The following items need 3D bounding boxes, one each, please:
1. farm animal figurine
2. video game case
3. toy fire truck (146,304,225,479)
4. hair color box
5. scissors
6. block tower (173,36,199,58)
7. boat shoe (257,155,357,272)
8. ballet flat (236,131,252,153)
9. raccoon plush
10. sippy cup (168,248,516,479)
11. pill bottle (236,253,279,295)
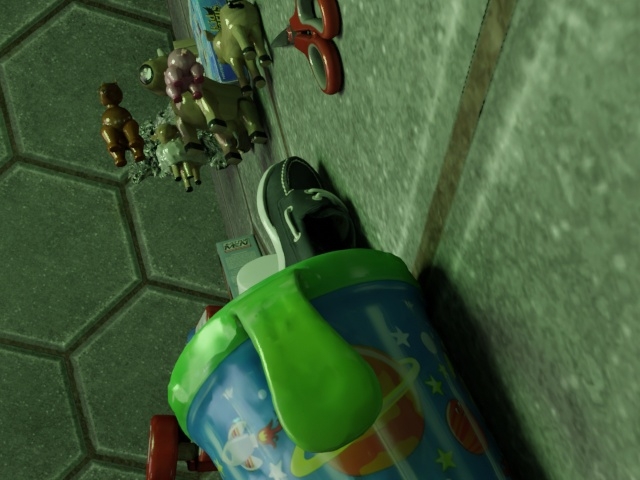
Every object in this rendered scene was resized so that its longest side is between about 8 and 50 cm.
[{"bbox_3d":[-0.203,-0.253,1.098,0.327,0.330,0.172,30,-145,-65],"label":"farm animal figurine"},{"bbox_3d":[-0.214,-0.394,1.345,0.244,0.061,0.269,121,133,-76],"label":"video game case"},{"bbox_3d":[-0.176,0.248,1.025,0.302,0.169,0.254,130,143,-67],"label":"toy fire truck"},{"bbox_3d":[-0.176,0.172,1.743,0.374,0.113,0.185,-117,16,-49],"label":"hair color box"},{"bbox_3d":[-0.027,-0.245,0.743,0.297,0.021,0.109,-122,18,-59],"label":"scissors"},{"bbox_3d":[-0.357,-0.436,1.905,0.335,0.097,0.091,96,158,-63],"label":"block tower"},{"bbox_3d":[0.000,0.000,0.741,0.091,0.114,0.302,-43,42,31],"label":"boat shoe"},{"bbox_3d":[-0.206,-0.232,1.318,0.250,0.084,0.058,58,-130,-67],"label":"ballet flat"},{"bbox_3d":[-0.400,-0.331,1.719,0.446,0.299,0.216,93,160,-55],"label":"raccoon plush"},{"bbox_3d":[0.031,0.164,0.511,0.240,0.305,0.224,-50,55,24],"label":"sippy cup"},{"bbox_3d":[-0.053,0.163,1.035,0.152,0.152,0.272,-125,23,-60],"label":"pill bottle"}]
